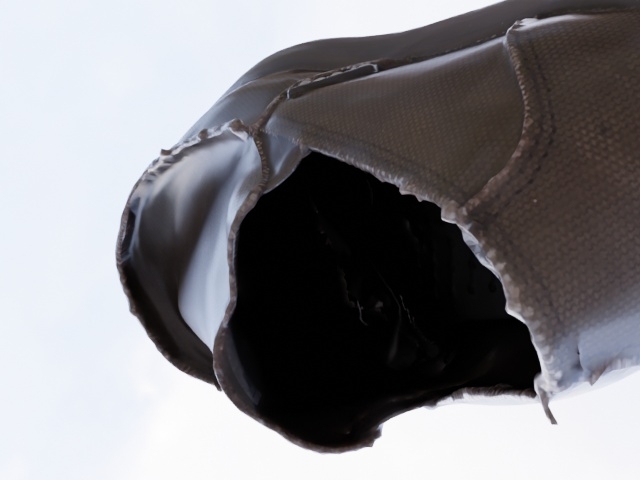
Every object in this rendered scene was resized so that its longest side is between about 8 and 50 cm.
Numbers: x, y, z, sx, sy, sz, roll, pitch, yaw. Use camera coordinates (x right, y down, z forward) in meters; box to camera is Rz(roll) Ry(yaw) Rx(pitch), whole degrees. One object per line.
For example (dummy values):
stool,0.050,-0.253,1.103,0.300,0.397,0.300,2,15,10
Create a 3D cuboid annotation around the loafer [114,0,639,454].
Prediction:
loafer,0.000,0.000,0.457,0.130,0.133,0.366,-34,-173,-29
